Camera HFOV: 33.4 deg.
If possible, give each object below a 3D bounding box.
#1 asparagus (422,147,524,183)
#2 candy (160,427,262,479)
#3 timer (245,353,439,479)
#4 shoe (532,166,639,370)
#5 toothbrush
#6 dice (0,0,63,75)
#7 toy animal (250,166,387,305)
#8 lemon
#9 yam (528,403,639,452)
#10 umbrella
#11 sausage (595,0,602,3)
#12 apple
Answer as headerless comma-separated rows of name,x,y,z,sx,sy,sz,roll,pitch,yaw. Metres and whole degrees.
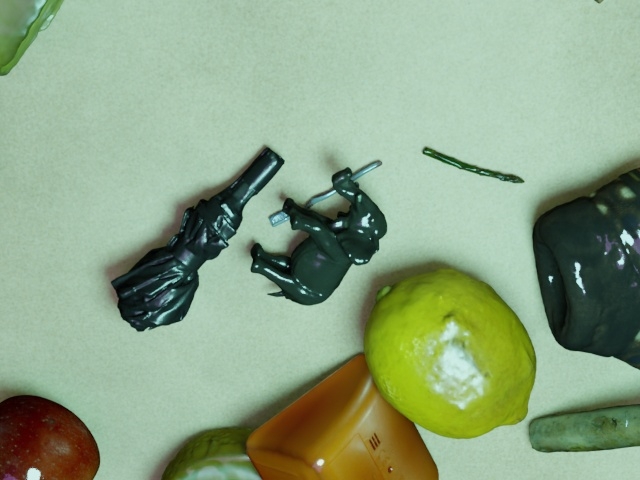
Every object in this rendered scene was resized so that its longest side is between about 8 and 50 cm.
asparagus,0.229,-0.108,1.590,0.162,0.016,0.016,17,89,-5
candy,-0.138,0.427,1.717,0.259,0.118,0.260,-1,107,-4
timer,0.061,0.342,1.650,0.250,0.161,0.258,-40,111,-34
shoe,0.457,0.099,1.581,0.237,0.171,0.384,-25,108,5
toothbrush,0.008,-0.071,1.602,0.193,0.013,0.019,-28,99,9
dice,-0.436,-0.372,1.377,0.226,0.238,0.233,35,104,-13
toy animal,0.001,-0.004,1.577,0.146,0.115,0.245,28,131,-15
lemon,0.192,0.170,1.577,0.288,0.233,0.233,39,105,-1
yam,0.467,0.285,1.633,0.317,0.067,0.071,-16,119,38
umbrella,-0.177,-0.002,1.588,0.118,0.118,0.340,41,95,-13
sausage,0.427,-0.379,1.494,0.116,0.026,0.026,-41,104,12
apple,-0.450,0.349,1.636,0.201,0.218,0.218,29,106,-7
